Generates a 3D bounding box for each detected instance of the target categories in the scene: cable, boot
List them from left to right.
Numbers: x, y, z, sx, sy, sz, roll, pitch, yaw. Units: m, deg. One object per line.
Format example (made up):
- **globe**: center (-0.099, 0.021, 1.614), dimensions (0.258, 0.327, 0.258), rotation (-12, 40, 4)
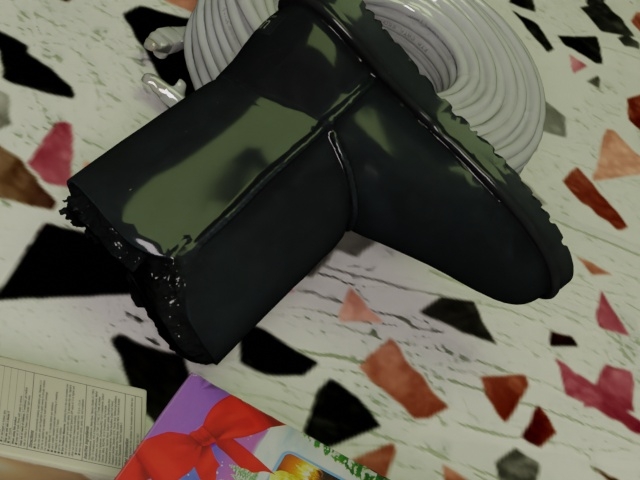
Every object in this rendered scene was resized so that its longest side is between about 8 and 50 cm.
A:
- **boot**: center (0.000, 0.000, 0.811), dimensions (0.207, 0.094, 0.246), rotation (-45, 104, -13)
- **cable**: center (0.034, -0.118, 0.983), dimensions (0.257, 0.089, 0.257), rotation (37, 40, 3)

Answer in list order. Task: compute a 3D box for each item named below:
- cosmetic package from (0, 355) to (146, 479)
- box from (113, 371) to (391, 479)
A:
- **cosmetic package**: center (-0.145, 0.094, 0.693), dimensions (0.115, 0.041, 0.060), rotation (17, 44, -20)
- **box**: center (-0.033, 0.201, 0.561), dimensions (0.201, 0.057, 0.293), rotation (28, 40, 6)
